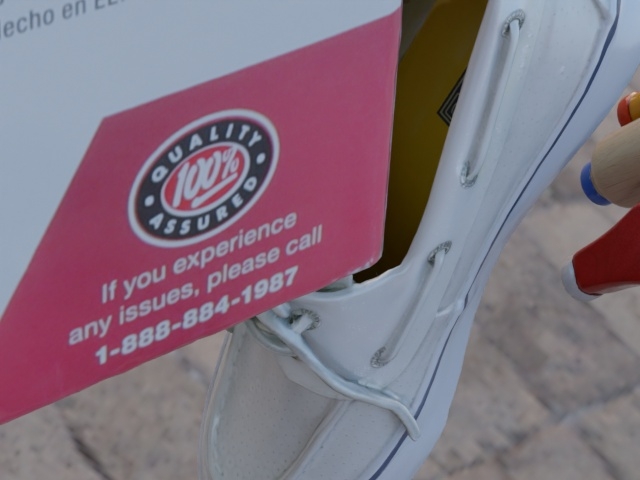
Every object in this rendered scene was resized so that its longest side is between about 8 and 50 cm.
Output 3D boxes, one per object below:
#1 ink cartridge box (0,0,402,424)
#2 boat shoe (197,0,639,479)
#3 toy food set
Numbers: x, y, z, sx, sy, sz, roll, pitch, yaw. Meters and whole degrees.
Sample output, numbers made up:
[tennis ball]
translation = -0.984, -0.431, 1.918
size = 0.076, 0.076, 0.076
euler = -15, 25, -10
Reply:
[ink cartridge box]
translation = -0.124, -0.141, 0.400
size = 0.279, 0.385, 0.160
euler = -21, 43, -31
[boat shoe]
translation = 0.006, 0.004, 0.885
size = 0.156, 0.367, 0.136
euler = -2, 42, -47
[toy food set]
translation = 0.186, 0.017, 0.932
size = 0.111, 0.104, 0.232
euler = -5, 76, -36
